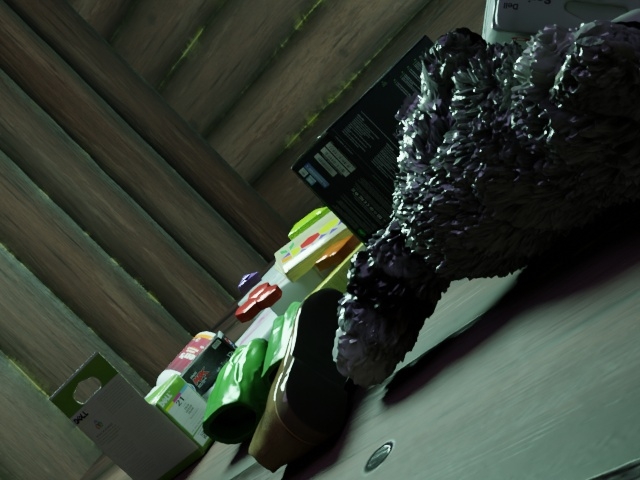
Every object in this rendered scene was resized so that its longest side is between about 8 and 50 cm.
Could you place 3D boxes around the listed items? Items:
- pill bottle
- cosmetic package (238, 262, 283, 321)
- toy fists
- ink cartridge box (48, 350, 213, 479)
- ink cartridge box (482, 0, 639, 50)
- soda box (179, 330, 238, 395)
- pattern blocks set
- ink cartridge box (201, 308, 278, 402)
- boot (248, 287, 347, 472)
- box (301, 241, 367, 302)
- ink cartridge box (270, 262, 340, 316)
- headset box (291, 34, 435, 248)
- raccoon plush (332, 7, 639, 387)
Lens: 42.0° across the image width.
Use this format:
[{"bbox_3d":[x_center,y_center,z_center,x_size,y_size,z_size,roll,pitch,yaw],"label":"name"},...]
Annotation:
[{"bbox_3d":[-0.302,0.323,1.931,0.121,0.121,0.221,-40,7,46],"label":"pill bottle"},{"bbox_3d":[-0.024,0.041,2.128,0.377,0.097,0.284,-47,3,-23],"label":"cosmetic package"},{"bbox_3d":[-0.065,0.188,1.231,0.279,0.096,0.142,-42,23,31],"label":"toy fists"},{"bbox_3d":[-0.327,0.305,1.492,0.189,0.255,0.097,-41,6,33],"label":"ink cartridge box"},{"bbox_3d":[0.300,-0.263,0.959,0.289,0.211,0.121,-25,-58,-82],"label":"ink cartridge box"},{"bbox_3d":[-0.227,0.252,1.564,0.169,0.053,0.060,-48,7,1],"label":"soda box"},{"bbox_3d":[0.000,0.000,1.369,0.325,0.026,0.285,-35,16,8],"label":"pattern blocks set"},{"bbox_3d":[-0.146,0.233,1.715,0.324,0.071,0.330,-49,8,-35],"label":"ink cartridge box"},{"bbox_3d":[-0.016,0.162,1.031,0.115,0.112,0.305,-51,4,29],"label":"boot"},{"bbox_3d":[0.076,0.047,1.300,0.232,0.087,0.058,-47,5,-8],"label":"box"},{"bbox_3d":[0.045,0.033,1.505,0.273,0.114,0.197,-50,8,-36],"label":"ink cartridge box"},{"bbox_3d":[0.145,-0.129,1.241,0.283,0.246,0.131,-49,7,-31],"label":"headset box"},{"bbox_3d":[0.183,-0.004,0.753,0.299,0.216,0.446,-119,44,-71],"label":"raccoon plush"}]
